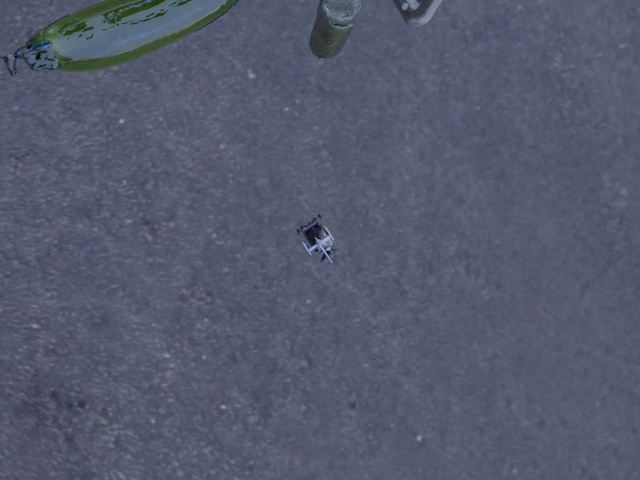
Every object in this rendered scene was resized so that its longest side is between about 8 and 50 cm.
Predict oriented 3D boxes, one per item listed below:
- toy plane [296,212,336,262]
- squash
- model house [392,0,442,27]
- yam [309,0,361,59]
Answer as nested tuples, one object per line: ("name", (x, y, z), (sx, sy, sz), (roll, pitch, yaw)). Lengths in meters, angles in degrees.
("toy plane", (0.000, -0.001, 1.631), (0.053, 0.197, 0.078), (-34, 93, 1))
("squash", (-0.239, -0.275, 1.186), (0.331, 0.087, 0.087), (-27, 108, -20))
("model house", (0.163, -0.520, 1.663), (0.122, 0.229, 0.188), (-17, 141, -2))
("yam", (0.018, -0.286, 1.234), (0.054, 0.132, 0.054), (2, 76, -9))
